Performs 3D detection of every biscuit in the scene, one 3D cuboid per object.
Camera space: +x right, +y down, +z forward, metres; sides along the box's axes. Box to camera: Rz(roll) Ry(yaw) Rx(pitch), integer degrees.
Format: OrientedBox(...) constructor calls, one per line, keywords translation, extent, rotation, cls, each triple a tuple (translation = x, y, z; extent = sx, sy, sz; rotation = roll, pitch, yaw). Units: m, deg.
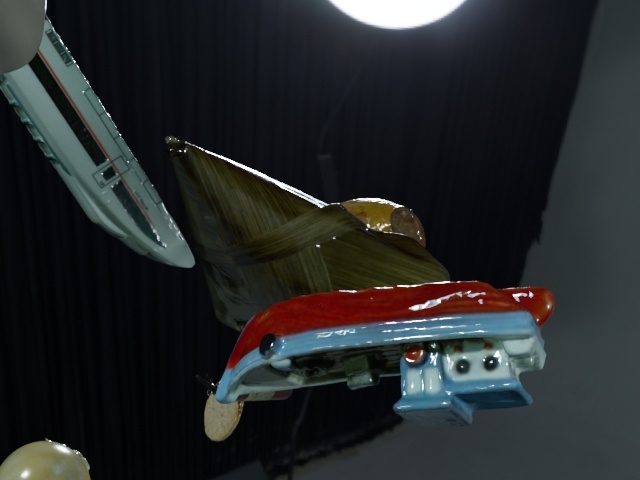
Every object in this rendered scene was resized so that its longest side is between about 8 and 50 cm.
OrientedBox(translation=(-0.171, 0.296, 1.356), extent=(0.015, 0.120, 0.120), rotation=(26, 9, -34), cls="biscuit")

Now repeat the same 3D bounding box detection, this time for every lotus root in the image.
OrientedBox(translation=(0.082, 0.028, 1.253), extent=(0.188, 0.180, 0.199), rotation=(23, 53, -37), cls="lotus root")

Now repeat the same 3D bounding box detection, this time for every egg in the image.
OrientedBox(translation=(-0.466, 0.426, 1.287), extent=(0.164, 0.201, 0.164), rotation=(5, 46, -5), cls="egg")

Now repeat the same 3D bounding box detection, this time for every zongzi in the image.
OrientedBox(translation=(0.000, 0.000, 0.638), extent=(0.221, 0.242, 0.112), rotation=(7, 58, 9), cls="zongzi")

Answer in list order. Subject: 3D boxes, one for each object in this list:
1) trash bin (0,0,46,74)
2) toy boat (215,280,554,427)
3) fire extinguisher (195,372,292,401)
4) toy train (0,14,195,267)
OrientedBox(translation=(-0.350, -0.270, 0.628), extent=(0.220, 0.219, 0.250), rotation=(-2, -19, 1), cls="trash bin")
OrientedBox(translation=(0.027, 0.059, 0.374), extent=(0.173, 0.058, 0.069), rotation=(-7, -23, 21), cls="toy boat")
OrientedBox(translation=(-0.077, 0.170, 0.905), extent=(0.049, 0.035, 0.173), rotation=(-15, -16, 23), cls="fire extinguisher")
OrientedBox(translation=(-0.297, -0.105, 0.995), extent=(0.088, 0.406, 0.086), rotation=(-41, 28, -25), cls="toy train")
